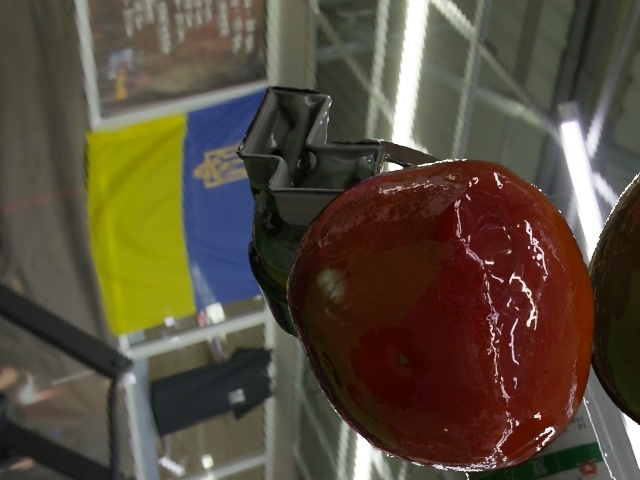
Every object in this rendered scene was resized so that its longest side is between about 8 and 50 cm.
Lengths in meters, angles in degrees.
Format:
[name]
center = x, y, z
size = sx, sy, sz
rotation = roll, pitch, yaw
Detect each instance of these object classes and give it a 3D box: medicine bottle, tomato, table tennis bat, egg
[medicine bottle]
center = 0.293, 0.302, 1.400
size = 0.208, 0.208, 0.339
rotation = 115, -38, -64
[tomato]
center = 0.091, 0.064, 0.891
size = 0.180, 0.260, 0.259
rotation = -26, 104, -65
[table tennis bat]
center = 0.074, -0.089, 1.181
size = 0.095, 0.158, 0.014
rotation = 30, -71, 34
[egg]
center = 0.404, 0.037, 1.064
size = 0.351, 0.283, 0.282
rotation = -59, -143, 17

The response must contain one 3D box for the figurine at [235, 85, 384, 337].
[figurine]
center = -0.004, -0.001, 1.164
size = 0.308, 0.143, 0.308
rotation = 168, -90, -82
